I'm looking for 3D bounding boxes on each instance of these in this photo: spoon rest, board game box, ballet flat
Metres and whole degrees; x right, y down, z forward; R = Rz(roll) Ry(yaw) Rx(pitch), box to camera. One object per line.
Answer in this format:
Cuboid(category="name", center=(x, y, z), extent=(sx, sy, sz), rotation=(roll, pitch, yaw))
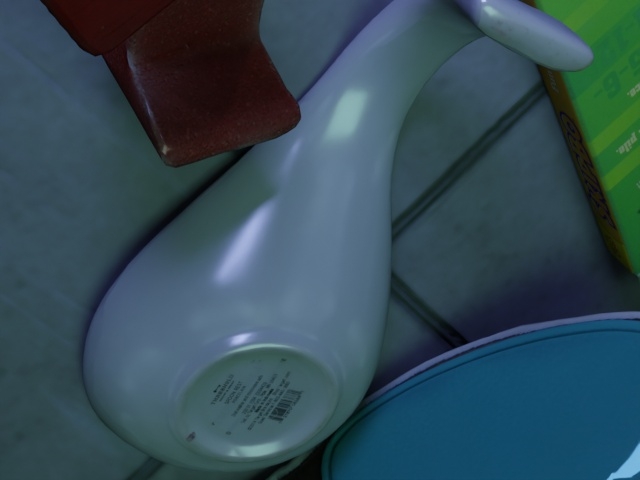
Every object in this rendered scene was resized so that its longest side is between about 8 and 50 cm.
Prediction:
Cuboid(category="spoon rest", center=(0.000, 0.000, 0.519), extent=(0.137, 0.084, 0.276), rotation=(22, 121, -29))
Cuboid(category="board game box", center=(0.158, -0.096, 0.542), extent=(0.124, 0.039, 0.259), rotation=(-31, 121, -3))
Cuboid(category="ballet flat", center=(0.022, 0.168, 0.594), extent=(0.400, 0.139, 0.139), rotation=(-31, 124, 2))

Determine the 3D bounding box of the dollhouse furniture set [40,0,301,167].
Cuboid(category="dollhouse furniture set", center=(-0.125, 0.015, 0.384), extent=(0.374, 0.152, 0.201), rotation=(-39, 152, -2))
